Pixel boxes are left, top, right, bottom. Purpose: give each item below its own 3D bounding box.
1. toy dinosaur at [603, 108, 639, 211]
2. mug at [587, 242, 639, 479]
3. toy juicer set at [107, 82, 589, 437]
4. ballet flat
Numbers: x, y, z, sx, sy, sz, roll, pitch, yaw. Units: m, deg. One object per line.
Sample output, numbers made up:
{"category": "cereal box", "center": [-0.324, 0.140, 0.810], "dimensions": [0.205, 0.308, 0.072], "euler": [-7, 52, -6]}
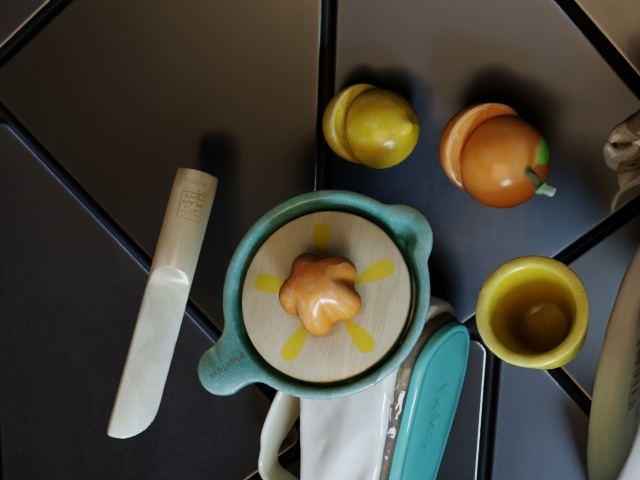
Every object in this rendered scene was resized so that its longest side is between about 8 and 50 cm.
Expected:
{"category": "toy dinosaur", "center": [0.317, -0.120, 1.088], "dimensions": [0.313, 0.121, 0.160], "euler": [-8, 124, 12]}
{"category": "mug", "center": [0.324, 0.153, 1.053], "dimensions": [0.328, 0.276, 0.374], "euler": [13, 83, -1]}
{"category": "toy juicer set", "center": [0.000, 0.000, 1.161], "dimensions": [0.329, 0.089, 0.209], "euler": [-10, 74, 14]}
{"category": "ballet flat", "center": [0.012, 0.208, 1.301], "dimensions": [0.139, 0.139, 0.400], "euler": [11, 112, 8]}
